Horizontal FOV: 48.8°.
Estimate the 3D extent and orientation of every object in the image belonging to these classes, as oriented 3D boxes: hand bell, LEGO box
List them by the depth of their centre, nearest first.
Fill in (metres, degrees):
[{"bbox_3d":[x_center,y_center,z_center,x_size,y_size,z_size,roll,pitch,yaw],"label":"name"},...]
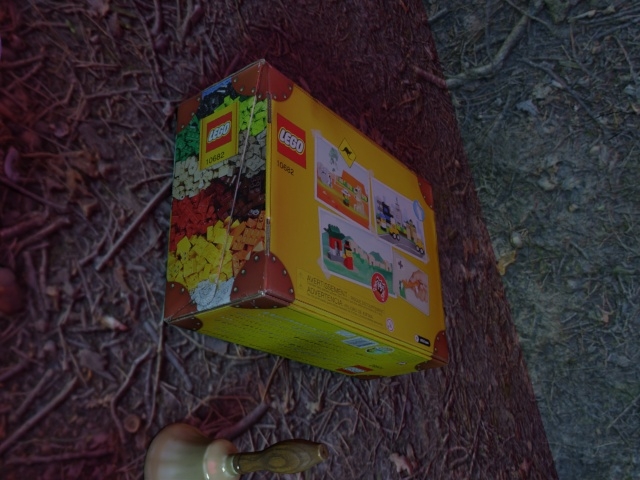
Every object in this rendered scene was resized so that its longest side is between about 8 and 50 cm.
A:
[{"bbox_3d":[-0.090,0.273,0.872,0.126,0.242,0.126,31,49,-45],"label":"hand bell"},{"bbox_3d":[0.000,0.000,1.182,0.500,0.193,0.372,28,53,-46],"label":"LEGO box"}]
